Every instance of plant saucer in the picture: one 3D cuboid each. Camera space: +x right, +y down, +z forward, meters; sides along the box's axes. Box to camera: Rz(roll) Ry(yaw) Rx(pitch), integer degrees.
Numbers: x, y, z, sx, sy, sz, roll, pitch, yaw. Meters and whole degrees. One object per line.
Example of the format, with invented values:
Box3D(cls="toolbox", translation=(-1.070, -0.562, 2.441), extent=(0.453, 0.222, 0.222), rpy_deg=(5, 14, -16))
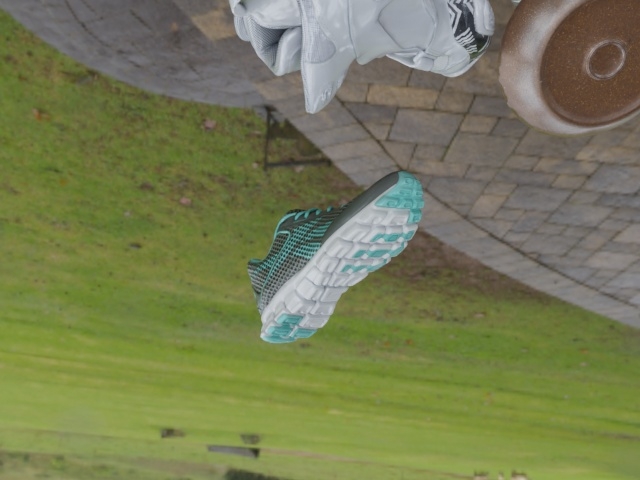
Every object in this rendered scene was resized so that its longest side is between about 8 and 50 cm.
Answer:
Box3D(cls="plant saucer", translation=(0.278, -0.185, 0.735), extent=(0.199, 0.036, 0.198), rpy_deg=(-4, 125, -6))

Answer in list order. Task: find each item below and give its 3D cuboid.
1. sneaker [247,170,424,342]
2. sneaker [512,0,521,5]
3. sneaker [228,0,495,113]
Box3D(cls="sneaker", translation=(0.000, 0.000, 0.519), extent=(0.065, 0.076, 0.166), rpy_deg=(10, 134, -48))
Box3D(cls="sneaker", translation=(0.356, -0.368, 0.976), extent=(0.234, 0.078, 0.106), rpy_deg=(-21, 161, 23))
Box3D(cls="sneaker", translation=(0.043, -0.217, 0.718), extent=(0.210, 0.137, 0.366), rpy_deg=(-41, 160, 5))
